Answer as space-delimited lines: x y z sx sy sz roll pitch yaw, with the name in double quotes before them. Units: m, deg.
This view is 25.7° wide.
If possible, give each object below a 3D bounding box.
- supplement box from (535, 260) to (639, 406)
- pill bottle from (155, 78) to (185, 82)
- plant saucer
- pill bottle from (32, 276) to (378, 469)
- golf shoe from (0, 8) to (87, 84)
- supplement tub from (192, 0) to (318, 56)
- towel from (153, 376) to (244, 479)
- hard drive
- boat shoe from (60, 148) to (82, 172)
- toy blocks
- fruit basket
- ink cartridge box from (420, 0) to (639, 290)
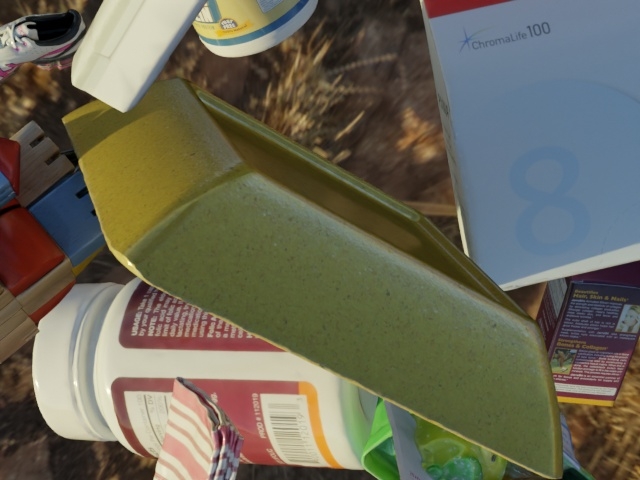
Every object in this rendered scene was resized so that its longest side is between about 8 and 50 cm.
"supplement box" 0.318 0.100 1.672 0.104 0.081 0.188 5 127 -7
"pill bottle" -0.179 -0.107 1.641 0.086 0.086 0.152 -13 93 -3
"plant saucer" 0.000 0.000 0.968 0.332 0.333 0.081 28 101 -23
"pill bottle" -0.116 0.145 1.625 0.392 0.224 0.224 0 89 21
"golf shoe" -0.367 -0.232 1.658 0.186 0.086 0.067 -21 71 -22
"supplement tub" -0.101 -0.313 1.498 0.144 0.144 0.200 -31 126 -3
"towel" -0.125 0.234 1.252 0.029 0.144 0.197 11 98 -26
"hard drive" -0.005 -0.212 0.585 0.040 0.307 0.203 29 49 -13
"boat shoe" -0.300 -0.053 1.415 0.152 0.049 0.056 -33 63 -32
"toy blocks" -0.268 0.024 1.065 0.261 0.381 0.191 -40 86 -11
"fruit basket" 0.184 0.271 1.376 0.165 0.353 0.327 -42 116 13
"ink cartridge box" 0.242 -0.172 1.135 0.308 0.091 0.385 -12 111 0
